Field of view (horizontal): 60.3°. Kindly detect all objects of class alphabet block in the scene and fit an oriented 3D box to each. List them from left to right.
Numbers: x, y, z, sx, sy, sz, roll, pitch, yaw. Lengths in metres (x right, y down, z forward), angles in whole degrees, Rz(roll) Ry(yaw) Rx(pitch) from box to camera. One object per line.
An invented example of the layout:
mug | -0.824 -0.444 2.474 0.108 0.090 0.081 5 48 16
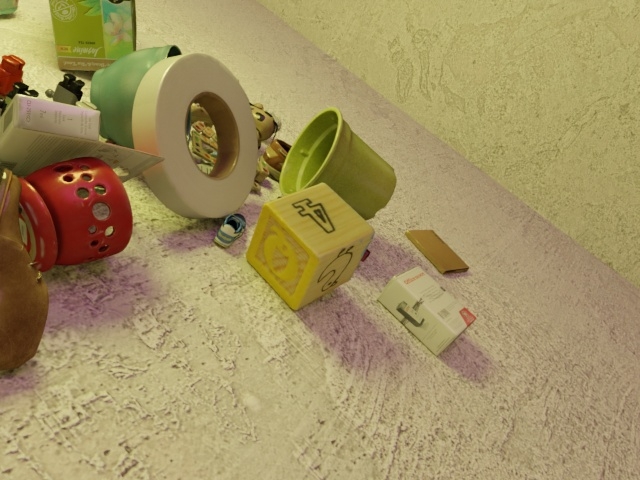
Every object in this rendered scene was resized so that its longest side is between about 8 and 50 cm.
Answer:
alphabet block | -0.027 0.009 1.285 0.197 0.192 0.193 -26 60 -41

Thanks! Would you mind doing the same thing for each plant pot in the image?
plant pot | -0.462 -0.041 0.980 0.191 0.191 0.174 42 39 17
plant pot | -0.456 -0.343 1.395 0.196 0.293 0.293 1 33 -1
plant pot | 0.066 -0.188 1.551 0.254 0.276 0.276 28 28 -26

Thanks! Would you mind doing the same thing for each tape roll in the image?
tape roll | -0.281 -0.245 1.315 0.072 0.391 0.392 -1 15 28

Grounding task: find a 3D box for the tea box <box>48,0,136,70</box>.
tea box | -0.663 -0.711 1.626 0.220 0.323 0.329 -3 39 -15

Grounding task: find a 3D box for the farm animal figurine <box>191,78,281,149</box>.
farm animal figurine | -0.279 -0.409 1.741 0.327 0.172 0.330 27 29 -11

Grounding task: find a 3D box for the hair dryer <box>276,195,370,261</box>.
hair dryer | 0.000 0.000 1.513 0.294 0.080 0.223 14 45 -17

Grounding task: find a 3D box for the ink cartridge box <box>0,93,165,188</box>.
ink cartridge box | -0.487 -0.178 1.079 0.261 0.296 0.066 7 78 -40

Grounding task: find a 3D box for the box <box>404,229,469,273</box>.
box | 0.398 0.035 1.881 0.164 0.021 0.201 -2 44 -47

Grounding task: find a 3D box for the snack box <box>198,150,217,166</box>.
snack box | -0.289 -0.238 1.623 0.064 0.022 0.178 34 28 1

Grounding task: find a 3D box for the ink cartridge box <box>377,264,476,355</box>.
ink cartridge box | 0.283 0.180 1.467 0.218 0.092 0.159 45 31 19

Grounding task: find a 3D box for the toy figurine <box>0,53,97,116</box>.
toy figurine | -0.635 -0.295 1.252 0.210 0.148 0.213 8 35 -48

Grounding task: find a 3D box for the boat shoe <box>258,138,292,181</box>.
boat shoe | -0.031 -0.214 1.738 0.324 0.120 0.122 23 30 -16

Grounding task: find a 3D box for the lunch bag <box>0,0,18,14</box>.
lunch bag | -1.044 -0.755 1.585 0.279 0.107 0.224 29 34 -3

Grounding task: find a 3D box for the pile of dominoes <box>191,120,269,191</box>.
pile of dominoes | -0.259 -0.257 1.589 0.251 0.040 0.196 30 28 -36

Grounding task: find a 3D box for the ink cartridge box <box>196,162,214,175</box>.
ink cartridge box | -0.328 -0.146 1.415 0.097 0.046 0.207 40 29 15

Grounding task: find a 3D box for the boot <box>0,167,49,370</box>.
boot | -0.473 0.043 0.829 0.115 0.112 0.305 15 68 -41

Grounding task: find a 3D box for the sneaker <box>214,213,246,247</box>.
sneaker | -0.210 -0.036 1.348 0.053 0.059 0.144 28 27 -5
